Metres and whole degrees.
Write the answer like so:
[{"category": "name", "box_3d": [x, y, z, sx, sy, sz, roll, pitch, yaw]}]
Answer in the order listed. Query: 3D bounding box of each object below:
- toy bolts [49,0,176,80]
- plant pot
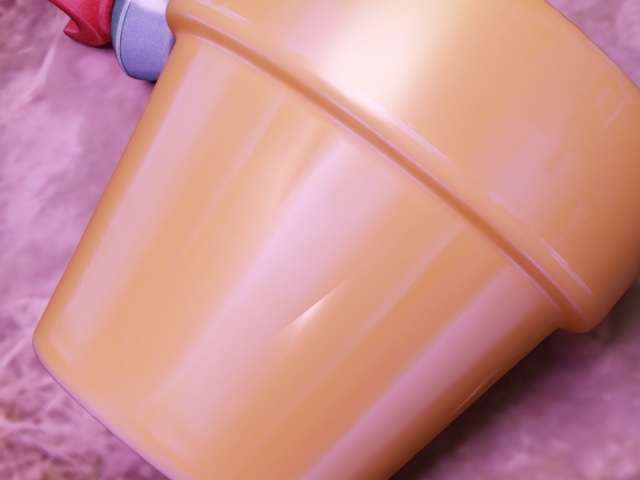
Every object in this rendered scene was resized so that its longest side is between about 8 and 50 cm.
[{"category": "toy bolts", "box_3d": [-0.062, -0.202, 0.746, 0.158, 0.218, 0.228, 29, 86, 18]}, {"category": "plant pot", "box_3d": [0.000, 0.000, 0.585, 0.254, 0.254, 0.239, 36, 87, 27]}]
